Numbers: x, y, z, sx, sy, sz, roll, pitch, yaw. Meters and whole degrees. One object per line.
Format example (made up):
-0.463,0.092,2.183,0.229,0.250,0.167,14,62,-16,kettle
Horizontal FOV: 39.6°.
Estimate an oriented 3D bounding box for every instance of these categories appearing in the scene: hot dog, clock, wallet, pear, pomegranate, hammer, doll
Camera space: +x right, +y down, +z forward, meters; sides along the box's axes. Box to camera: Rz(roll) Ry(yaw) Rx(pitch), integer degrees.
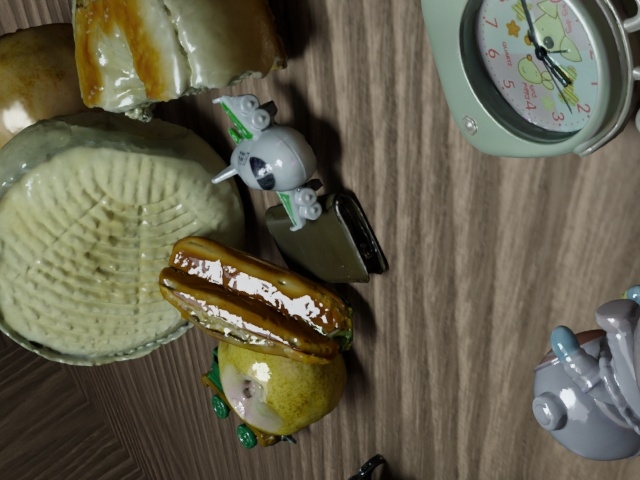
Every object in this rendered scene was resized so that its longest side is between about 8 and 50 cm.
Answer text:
-0.083,0.079,1.101,0.268,0.115,0.072,24,155,21,hot dog
0.157,-0.131,0.605,0.191,0.062,0.152,15,130,55,clock
0.000,0.000,1.063,0.198,0.031,0.110,-6,113,63,wallet
-0.055,0.168,1.182,0.178,0.178,0.178,42,149,32,pear
-0.391,-0.184,1.323,0.229,0.252,0.271,-4,113,40,pomegranate
0.070,0.364,1.318,0.017,0.062,0.182,39,159,25,hammer
0.242,0.095,0.616,0.151,0.151,0.287,56,158,6,doll

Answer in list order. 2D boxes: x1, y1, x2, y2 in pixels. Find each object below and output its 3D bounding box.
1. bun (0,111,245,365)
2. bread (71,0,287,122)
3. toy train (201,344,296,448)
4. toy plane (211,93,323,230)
-0.294,-0.021,1.212,0.202,0.364,0.364,-129,21,-55,bun
-0.165,-0.237,0.944,0.314,0.171,0.192,-4,106,57,bread
-0.114,0.250,1.472,0.227,0.091,0.136,36,136,39,toy train
-0.062,-0.087,0.982,0.174,0.080,0.174,45,159,23,toy plane
